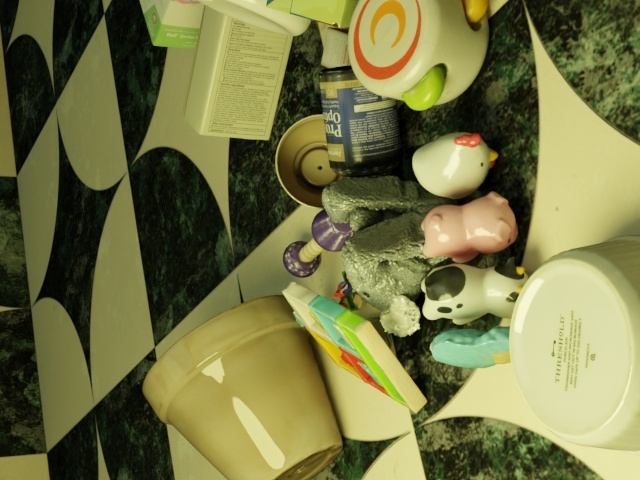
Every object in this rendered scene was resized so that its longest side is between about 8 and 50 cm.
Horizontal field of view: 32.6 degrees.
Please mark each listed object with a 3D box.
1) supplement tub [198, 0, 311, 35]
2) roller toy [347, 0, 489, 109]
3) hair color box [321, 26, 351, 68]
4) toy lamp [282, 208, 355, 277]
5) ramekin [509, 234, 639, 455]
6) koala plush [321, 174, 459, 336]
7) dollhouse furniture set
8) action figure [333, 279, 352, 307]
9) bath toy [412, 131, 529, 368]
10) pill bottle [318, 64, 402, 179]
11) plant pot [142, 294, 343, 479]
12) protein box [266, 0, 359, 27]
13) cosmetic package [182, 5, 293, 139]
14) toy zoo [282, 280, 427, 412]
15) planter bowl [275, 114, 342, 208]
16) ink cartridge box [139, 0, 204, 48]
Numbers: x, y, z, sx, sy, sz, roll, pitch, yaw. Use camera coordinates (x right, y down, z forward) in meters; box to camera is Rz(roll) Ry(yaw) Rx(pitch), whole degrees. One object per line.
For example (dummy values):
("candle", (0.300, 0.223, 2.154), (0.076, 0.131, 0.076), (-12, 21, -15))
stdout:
("supplement tub", (-0.081, -0.550, 1.908), (0.241, 0.241, 0.331), (25, 95, 57))
("roller toy", (0.151, -0.305, 1.641), (0.191, 0.146, 0.209), (26, 106, 48))
("hair color box", (0.056, -0.324, 1.903), (0.141, 0.043, 0.072), (37, 120, 55))
("toy lamp", (0.000, 0.000, 1.899), (0.275, 0.080, 0.080), (142, 124, -68))
("ramekin", (0.344, 0.127, 1.317), (0.273, 0.127, 0.272), (-2, 88, 59))
("koala plush", (0.114, 0.032, 1.703), (0.221, 0.203, 0.196), (91, 167, -45))
("dollhouse furniture set", (0.087, 0.114, 1.859), (0.076, 0.059, 0.151), (-17, 94, 51))
("action figure", (0.053, 0.061, 1.785), (0.030, 0.115, 0.038), (-9, 125, 28))
("bath toy", (0.216, -0.004, 1.530), (0.129, 0.151, 0.348), (128, 141, -60))
("pill bottle", (0.069, -0.175, 1.783), (0.123, 0.123, 0.219), (13, 113, 59))
("plant pot", (-0.113, 0.303, 1.957), (0.280, 0.323, 0.323), (56, 137, 22))
("protein box", (0.034, -0.457, 1.751), (0.136, 0.201, 0.199), (21, 111, 21))
("cosmetic package", (-0.157, -0.363, 2.156), (0.113, 0.160, 0.309), (44, 125, 52))
("toy zoo", (0.041, 0.166, 1.808), (0.192, 0.030, 0.293), (54, 164, -28))
("planter bowl", (0.001, -0.131, 1.904), (0.109, 0.162, 0.162), (143, 126, -85))
("ink cartridge box", (-0.289, -0.623, 2.426), (0.353, 0.119, 0.207), (-57, 42, 44))
